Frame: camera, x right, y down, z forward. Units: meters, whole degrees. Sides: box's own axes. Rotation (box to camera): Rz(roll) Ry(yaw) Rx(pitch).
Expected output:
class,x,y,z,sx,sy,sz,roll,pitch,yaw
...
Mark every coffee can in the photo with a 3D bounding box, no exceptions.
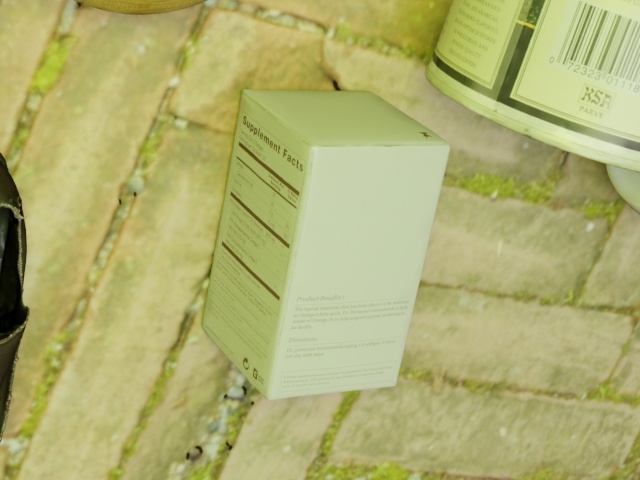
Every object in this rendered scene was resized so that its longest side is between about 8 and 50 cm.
class,x,y,z,sx,sy,sz,roll,pitch,yaw
coffee can,0.204,-0.203,0.965,0.202,0.201,0.275,7,111,-35

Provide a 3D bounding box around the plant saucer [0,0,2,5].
class,x,y,z,sx,sy,sz,roll,pitch,yaw
plant saucer,-0.245,-0.177,0.741,0.241,0.037,0.241,-4,95,-58

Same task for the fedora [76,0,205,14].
class,x,y,z,sx,sy,sz,roll,pitch,yaw
fedora,-0.101,-0.221,0.841,0.194,0.079,0.194,-14,121,-25

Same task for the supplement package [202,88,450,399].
class,x,y,z,sx,sy,sz,roll,pitch,yaw
supplement package,0.000,0.000,1.004,0.105,0.105,0.179,-2,115,-31

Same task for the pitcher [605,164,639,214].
class,x,y,z,sx,sy,sz,roll,pitch,yaw
pitcher,0.303,-0.051,1.171,0.207,0.125,0.177,-6,133,-42

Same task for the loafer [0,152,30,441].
class,x,y,z,sx,sy,sz,roll,pitch,yaw
loafer,-0.218,0.053,0.911,0.080,0.078,0.220,-7,118,-29
